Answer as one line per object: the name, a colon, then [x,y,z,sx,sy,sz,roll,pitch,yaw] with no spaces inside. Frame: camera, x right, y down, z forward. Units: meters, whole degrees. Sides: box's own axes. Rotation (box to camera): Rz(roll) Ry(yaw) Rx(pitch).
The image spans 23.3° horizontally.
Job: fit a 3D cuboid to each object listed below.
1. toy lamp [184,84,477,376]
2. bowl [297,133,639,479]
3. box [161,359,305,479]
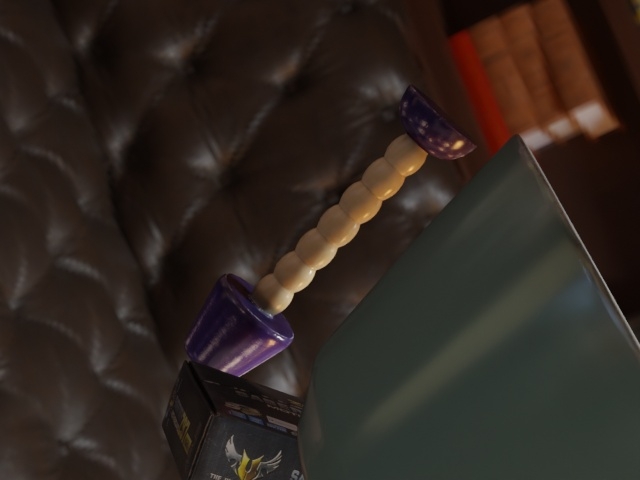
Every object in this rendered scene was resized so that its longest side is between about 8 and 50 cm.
toy lamp: [0.000,0.000,1.207,0.080,0.275,0.080,41,9,-8]
bowl: [0.100,0.122,0.739,0.312,0.163,0.311,59,9,-16]
box: [0.011,0.159,1.083,0.232,0.059,0.183,20,1,-11]
